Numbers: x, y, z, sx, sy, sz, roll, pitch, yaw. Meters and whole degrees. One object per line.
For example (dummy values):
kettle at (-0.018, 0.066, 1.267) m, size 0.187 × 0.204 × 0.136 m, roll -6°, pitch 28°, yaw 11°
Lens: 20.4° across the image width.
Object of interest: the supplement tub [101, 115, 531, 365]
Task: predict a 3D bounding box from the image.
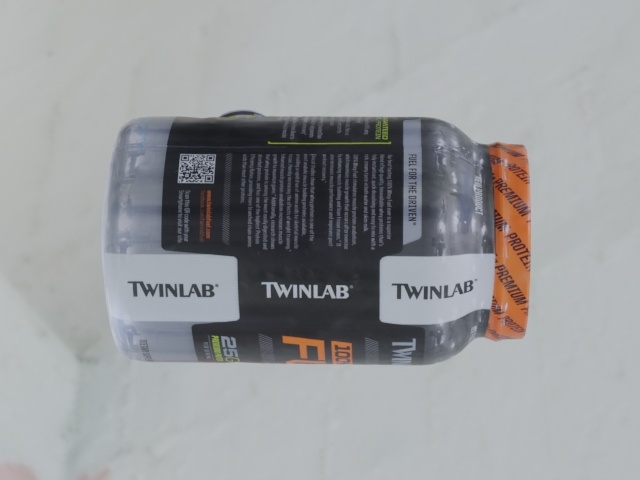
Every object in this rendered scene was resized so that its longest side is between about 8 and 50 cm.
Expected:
supplement tub at (0.000, 0.000, 1.470) m, size 0.338 × 0.207 × 0.207 m, roll 0°, pitch -144°, yaw 3°

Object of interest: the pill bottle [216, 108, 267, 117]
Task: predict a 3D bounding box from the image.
pill bottle at (-0.088, -0.069, 2.153) m, size 0.103 × 0.103 × 0.184 m, roll -29°, pitch -142°, yaw 14°
